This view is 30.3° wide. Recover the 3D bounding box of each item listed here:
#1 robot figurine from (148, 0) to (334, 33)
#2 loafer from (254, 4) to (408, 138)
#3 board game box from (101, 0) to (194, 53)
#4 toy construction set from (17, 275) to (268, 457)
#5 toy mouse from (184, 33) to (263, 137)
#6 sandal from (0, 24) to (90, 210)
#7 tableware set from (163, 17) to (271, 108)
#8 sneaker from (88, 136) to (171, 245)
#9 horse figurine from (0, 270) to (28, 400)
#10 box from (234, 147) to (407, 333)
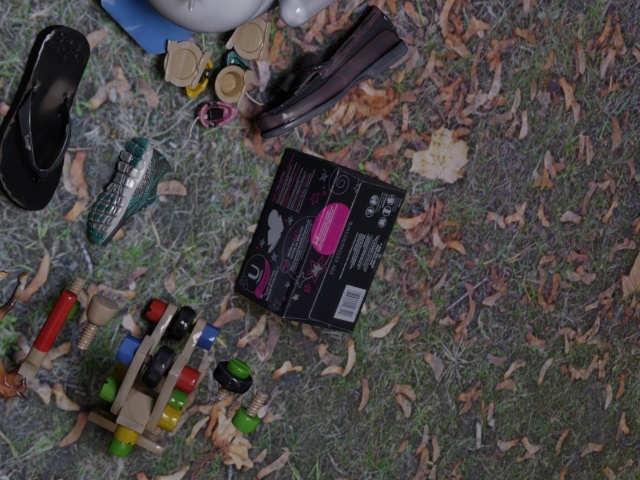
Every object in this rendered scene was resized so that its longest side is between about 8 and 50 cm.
[{"bbox_3d":[-0.111,-0.391,1.553,0.353,0.300,0.200,-39,163,-50],"label":"robot figurine"},{"bbox_3d":[0.005,-0.261,1.817,0.302,0.109,0.095,-37,107,-30],"label":"loafer"},{"bbox_3d":[-0.235,-0.341,1.627,0.133,0.033,0.169,-53,130,-10],"label":"board game box"},{"bbox_3d":[-0.286,0.212,1.689,0.309,0.257,0.237,25,104,-29],"label":"toy construction set"},{"bbox_3d":[-0.147,-0.222,1.743,0.143,0.031,0.161,11,100,-40],"label":"toy mouse"},{"bbox_3d":[-0.370,-0.160,1.574,0.097,0.054,0.254,7,102,-40],"label":"sandal"},{"bbox_3d":[-0.144,-0.271,1.690,0.169,0.020,0.141,20,93,-41],"label":"tableware set"},{"bbox_3d":[-0.268,-0.061,1.690,0.076,0.065,0.166,32,87,-45],"label":"sneaker"},{"bbox_3d":[-0.491,0.115,1.575,0.263,0.066,0.174,14,94,-46],"label":"horse figurine"},{"bbox_3d":[0.000,0.000,1.870,0.163,0.142,0.247,16,97,-42],"label":"box"}]
